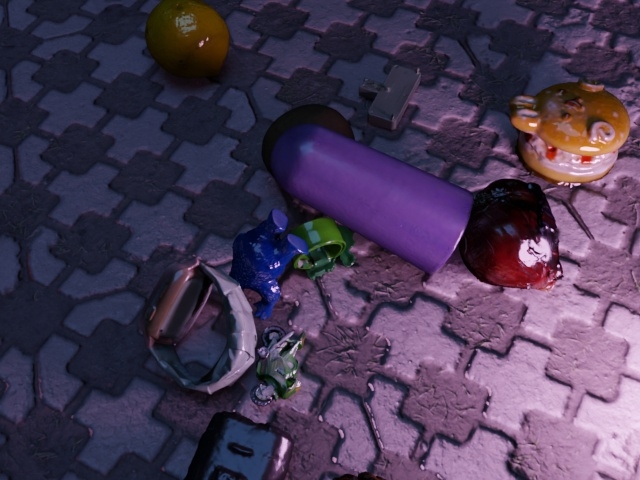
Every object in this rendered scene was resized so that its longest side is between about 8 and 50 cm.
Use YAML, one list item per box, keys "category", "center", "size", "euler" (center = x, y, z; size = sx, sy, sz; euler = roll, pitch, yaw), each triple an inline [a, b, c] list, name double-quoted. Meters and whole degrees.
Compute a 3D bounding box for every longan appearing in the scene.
- category: "longan"
  center: [-0.029, -0.238, 1.820]
  size: [0.248, 0.248, 0.248]
  euler: [-1, 55, 2]

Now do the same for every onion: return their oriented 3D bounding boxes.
- category: "onion"
  center: [0.431, -0.019, 1.651]
  size: [0.281, 0.221, 0.280]
  euler: [18, 50, -23]

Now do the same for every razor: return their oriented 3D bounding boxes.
- category: "razor"
  center: [-0.186, 0.494, 1.376]
  size: [0.189, 0.107, 0.326]
  euler: [18, 59, 14]

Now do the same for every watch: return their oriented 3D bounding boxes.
- category: "watch"
  center: [-0.249, 0.192, 1.545]
  size: [0.241, 0.162, 0.253]
  euler: [28, 89, 22]
- category: "watch"
  center: [0.000, 0.000, 1.680]
  size: [0.165, 0.152, 0.131]
  euler: [-21, 67, -4]

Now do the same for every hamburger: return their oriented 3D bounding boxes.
- category: "hamburger"
  center: [0.629, -0.295, 1.849]
  size: [0.303, 0.186, 0.260]
  euler: [11, 55, 13]

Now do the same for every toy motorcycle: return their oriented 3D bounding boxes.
- category: "toy motorcycle"
  center: [-0.088, 0.272, 1.554]
  size: [0.106, 0.074, 0.190]
  euler: [10, 55, -2]

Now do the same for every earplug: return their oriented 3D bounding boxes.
- category: "earplug"
  center: [0.102, -0.114, 1.631]
  size: [0.456, 0.215, 0.215]
  euler: [26, 57, -8]

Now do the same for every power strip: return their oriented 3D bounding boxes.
- category: "power strip"
  center: [0.181, -0.416, 2.027]
  size: [0.145, 0.061, 0.215]
  euler: [19, 57, 14]

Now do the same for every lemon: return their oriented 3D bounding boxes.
- category: "lemon"
  center: [-0.388, -0.585, 2.069]
  size: [0.253, 0.228, 0.228]
  euler: [36, 64, 20]

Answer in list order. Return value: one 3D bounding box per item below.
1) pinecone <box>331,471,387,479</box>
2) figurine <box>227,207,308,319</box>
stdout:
- category: "pinecone"
  center: [0.078, 0.522, 1.293]
  size: [0.222, 0.221, 0.221]
  euler: [-1, 55, 2]
- category: "figurine"
  center: [-0.149, 0.054, 1.609]
  size: [0.164, 0.262, 0.121]
  euler: [44, 28, 24]
